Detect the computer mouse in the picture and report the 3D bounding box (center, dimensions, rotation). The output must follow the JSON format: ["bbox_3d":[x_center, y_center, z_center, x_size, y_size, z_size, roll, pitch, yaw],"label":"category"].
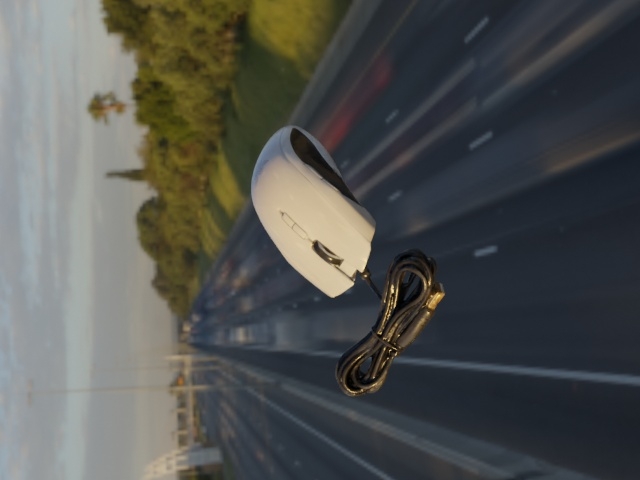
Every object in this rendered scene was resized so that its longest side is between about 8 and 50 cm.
[{"bbox_3d":[0.000,0.000,0.654,0.193,0.042,0.106,53,128,31],"label":"computer mouse"}]
